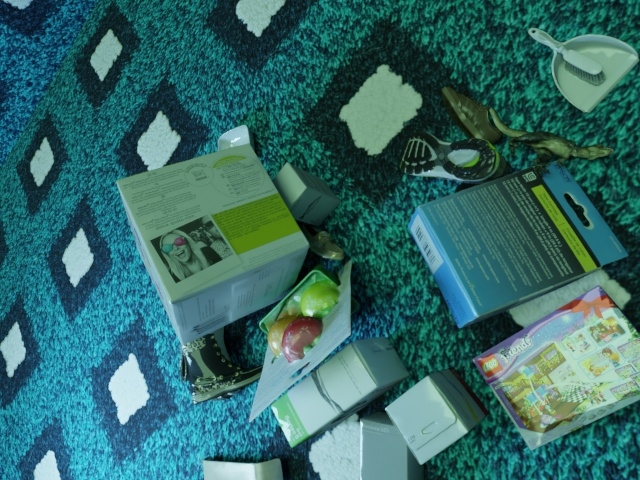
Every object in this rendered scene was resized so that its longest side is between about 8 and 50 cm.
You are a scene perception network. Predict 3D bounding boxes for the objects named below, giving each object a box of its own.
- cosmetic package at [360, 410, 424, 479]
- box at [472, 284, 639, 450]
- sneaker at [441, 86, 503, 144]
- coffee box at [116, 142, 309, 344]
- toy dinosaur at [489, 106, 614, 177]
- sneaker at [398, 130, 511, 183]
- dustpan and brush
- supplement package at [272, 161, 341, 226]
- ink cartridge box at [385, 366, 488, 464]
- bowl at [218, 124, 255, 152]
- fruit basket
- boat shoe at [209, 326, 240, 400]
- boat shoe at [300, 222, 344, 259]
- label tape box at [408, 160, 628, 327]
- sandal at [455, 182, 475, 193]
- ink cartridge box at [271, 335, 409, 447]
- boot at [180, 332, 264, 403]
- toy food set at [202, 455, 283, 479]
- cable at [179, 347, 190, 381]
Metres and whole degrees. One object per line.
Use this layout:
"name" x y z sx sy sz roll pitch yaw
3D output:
"cosmetic package" 0.165 0.530 1.004 0.127 0.107 0.238 -7 82 35
"box" 0.486 0.252 0.867 0.293 0.057 0.201 -39 64 22
"sneaker" 0.362 -0.302 1.045 0.071 0.066 0.189 -30 72 7
"coffee box" -0.275 0.012 1.131 0.335 0.338 0.338 58 155 19
"toy dinosaur" 0.460 -0.203 0.927 0.268 0.064 0.118 31 55 25
"sneaker" 0.305 -0.182 1.029 0.300 0.121 0.111 30 103 52
"dustpan and brush" 0.536 -0.393 0.937 0.147 0.060 0.211 -50 60 16
"supplement package" -0.046 -0.121 1.198 0.105 0.179 0.105 -47 61 19
"ink cartridge box" 0.250 0.365 0.930 0.128 0.176 0.127 -46 62 18
"bowl" -0.272 -0.296 1.449 0.142 0.053 0.142 -15 74 29
"fruit basket" -0.028 0.226 1.055 0.327 0.165 0.353 -45 18 18
"boat shoe" -0.350 0.333 1.363 0.095 0.112 0.336 -30 71 21
"boat shoe" 0.000 0.000 1.214 0.170 0.063 0.059 28 114 34
"label tape box" 0.397 0.000 0.910 0.347 0.115 0.249 -18 68 -11
"sandal" 0.346 -0.050 1.024 0.067 0.040 0.179 -2 67 27
"ink cartridge box" 0.051 0.356 1.047 0.273 0.198 0.115 -42 64 20
"boot" -0.274 0.345 1.258 0.236 0.085 0.179 -18 75 -14
"toy food set" -0.217 0.732 1.238 0.306 0.092 0.220 -20 73 37
"cable" -0.464 0.319 1.460 0.139 0.072 0.288 9 89 47
